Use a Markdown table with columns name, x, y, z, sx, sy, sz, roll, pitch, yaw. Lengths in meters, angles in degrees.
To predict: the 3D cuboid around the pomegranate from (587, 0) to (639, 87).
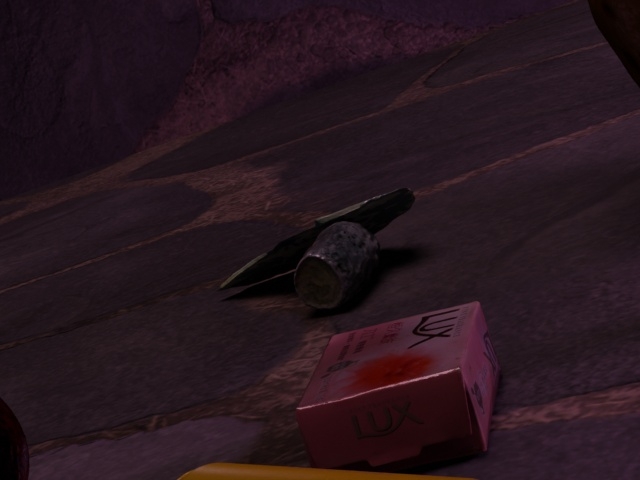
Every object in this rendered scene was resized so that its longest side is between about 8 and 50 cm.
| name | x | y | z | sx | sy | sz | roll | pitch | yaw |
| --- | --- | --- | --- | --- | --- | --- | --- | --- | --- |
| pomegranate | 0.407 | -0.240 | 1.226 | 0.410 | 0.410 | 0.410 | -18 | 12 | 4 |

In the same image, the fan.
| name | x | y | z | sx | sy | sz | roll | pitch | yaw |
| --- | --- | --- | --- | --- | --- | --- | --- | --- | --- |
| fan | 0.000 | 0.000 | 1.464 | 0.240 | 0.009 | 0.131 | -29 | -18 | 32 |

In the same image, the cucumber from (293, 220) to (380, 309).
| name | x | y | z | sx | sy | sz | roll | pitch | yaw |
| --- | --- | --- | --- | --- | --- | --- | --- | --- | --- |
| cucumber | 0.015 | 0.024 | 1.363 | 0.064 | 0.064 | 0.112 | -15 | 14 | 18 |

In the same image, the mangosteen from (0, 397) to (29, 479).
| name | x | y | z | sx | sy | sz | roll | pitch | yaw |
| --- | --- | --- | --- | --- | --- | --- | --- | --- | --- |
| mangosteen | -0.241 | 0.159 | 0.972 | 0.152 | 0.152 | 0.152 | -18 | 12 | 4 |

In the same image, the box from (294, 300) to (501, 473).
| name | x | y | z | sx | sy | sz | roll | pitch | yaw |
| --- | --- | --- | --- | --- | --- | --- | --- | --- | --- |
| box | 0.053 | 0.094 | 0.977 | 0.111 | 0.060 | 0.156 | -14 | 13 | 12 |

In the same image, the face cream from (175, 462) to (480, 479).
| name | x | y | z | sx | sy | sz | roll | pitch | yaw |
| --- | --- | --- | --- | --- | --- | --- | --- | --- | --- |
| face cream | -0.024 | 0.152 | 0.777 | 0.078 | 0.078 | 0.273 | -28 | 15 | -40 |
